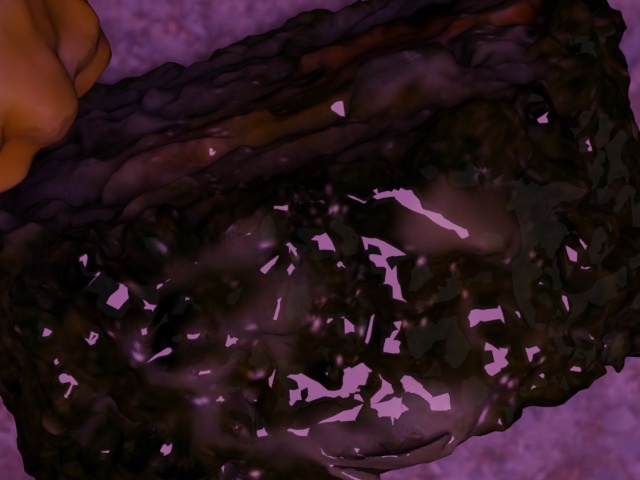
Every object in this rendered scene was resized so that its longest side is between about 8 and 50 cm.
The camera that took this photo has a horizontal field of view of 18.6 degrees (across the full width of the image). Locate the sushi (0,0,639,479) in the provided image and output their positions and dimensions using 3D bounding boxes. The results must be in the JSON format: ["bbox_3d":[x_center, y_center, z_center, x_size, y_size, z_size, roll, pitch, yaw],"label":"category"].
[{"bbox_3d":[0.000,0.000,0.945,0.352,0.294,0.178,-20,109,-6],"label":"sushi"}]

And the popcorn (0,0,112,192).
[{"bbox_3d":[-0.190,-0.182,0.827,0.382,0.349,0.349,-28,105,-9],"label":"popcorn"}]
